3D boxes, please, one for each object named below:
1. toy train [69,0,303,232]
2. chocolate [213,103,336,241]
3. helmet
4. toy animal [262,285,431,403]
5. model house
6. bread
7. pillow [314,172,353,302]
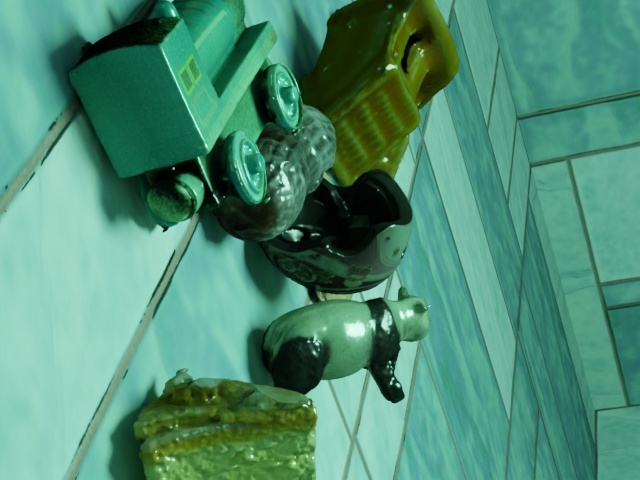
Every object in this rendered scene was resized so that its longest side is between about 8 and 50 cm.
[{"bbox_3d":[-0.113,-0.142,1.226,0.298,0.120,0.194,-69,140,-59],"label":"toy train"},{"bbox_3d":[-0.049,-0.079,1.411,0.248,0.110,0.110,-60,137,-65],"label":"chocolate"},{"bbox_3d":[0.019,0.003,1.473,0.153,0.176,0.107,-93,174,-56],"label":"helmet"},{"bbox_3d":[0.032,0.116,1.443,0.094,0.225,0.121,41,-47,52],"label":"toy animal"},{"bbox_3d":[0.073,-0.170,1.724,0.268,0.173,0.239,55,47,-48],"label":"model house"},{"bbox_3d":[-0.076,0.192,1.111,0.127,0.152,0.147,-52,138,-65],"label":"bread"},{"bbox_3d":[0.000,0.000,1.623,0.126,0.043,0.233,-73,151,-46],"label":"pillow"}]
